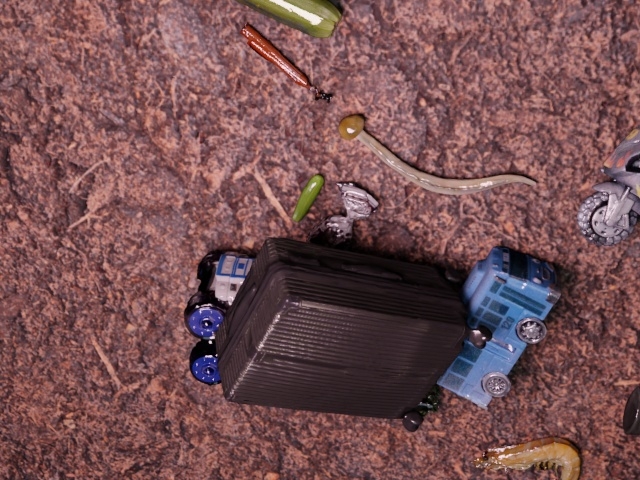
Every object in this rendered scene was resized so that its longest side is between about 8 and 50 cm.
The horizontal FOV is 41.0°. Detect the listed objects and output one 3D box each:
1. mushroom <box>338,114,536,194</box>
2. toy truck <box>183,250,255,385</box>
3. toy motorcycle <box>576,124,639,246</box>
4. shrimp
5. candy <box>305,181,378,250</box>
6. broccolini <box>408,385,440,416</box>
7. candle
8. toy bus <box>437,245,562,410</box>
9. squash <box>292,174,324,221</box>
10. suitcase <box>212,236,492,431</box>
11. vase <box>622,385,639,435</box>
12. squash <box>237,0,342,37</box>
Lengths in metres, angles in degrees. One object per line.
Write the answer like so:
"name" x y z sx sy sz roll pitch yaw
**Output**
"mushroom" 0.168 -0.112 1.283 0.306 0.043 0.068 21 139 -1
"toy truck" -0.116 0.126 1.356 0.177 0.161 0.213 3 123 3
"toy motorcycle" 0.513 -0.084 1.198 0.307 0.108 0.173 -8 105 10
"shrimp" 0.355 0.392 1.459 0.178 0.034 0.124 -15 115 10
"candy" 0.000 0.000 1.347 0.094 0.051 0.226 44 114 -3
"broccolini" 0.078 0.244 1.451 0.254 0.071 0.057 13 155 11
"candle" -0.052 -0.257 1.267 0.167 0.021 0.026 40 92 -7
"toy bus" 0.265 0.128 1.319 0.133 0.116 0.234 26 116 2
"squash" -0.021 -0.065 1.337 0.027 0.027 0.089 27 113 -2
"suitcase" 0.037 0.138 1.234 0.335 0.152 0.229 11 127 -28
"vase" 0.605 0.302 1.345 0.237 0.115 0.115 15 114 8
"squash" -0.078 -0.353 1.208 0.229 0.066 0.066 27 114 -2
